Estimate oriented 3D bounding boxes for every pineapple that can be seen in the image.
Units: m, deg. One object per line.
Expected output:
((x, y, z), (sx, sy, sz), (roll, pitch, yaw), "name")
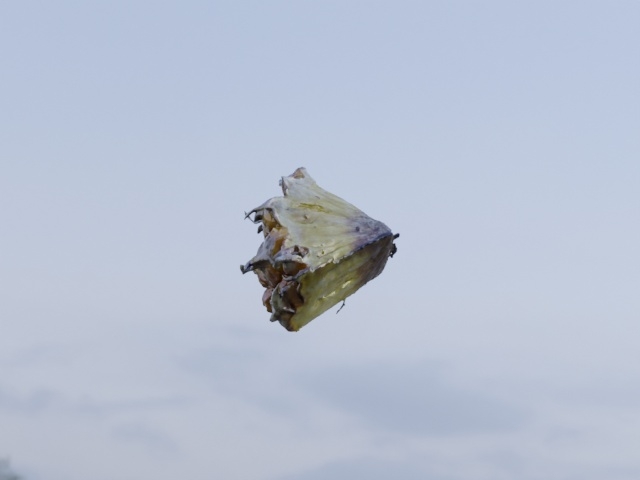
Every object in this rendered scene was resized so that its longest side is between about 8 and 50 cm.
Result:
((0.000, 0.000, 1.144), (0.116, 0.137, 0.069), (4, -42, -5), "pineapple")
